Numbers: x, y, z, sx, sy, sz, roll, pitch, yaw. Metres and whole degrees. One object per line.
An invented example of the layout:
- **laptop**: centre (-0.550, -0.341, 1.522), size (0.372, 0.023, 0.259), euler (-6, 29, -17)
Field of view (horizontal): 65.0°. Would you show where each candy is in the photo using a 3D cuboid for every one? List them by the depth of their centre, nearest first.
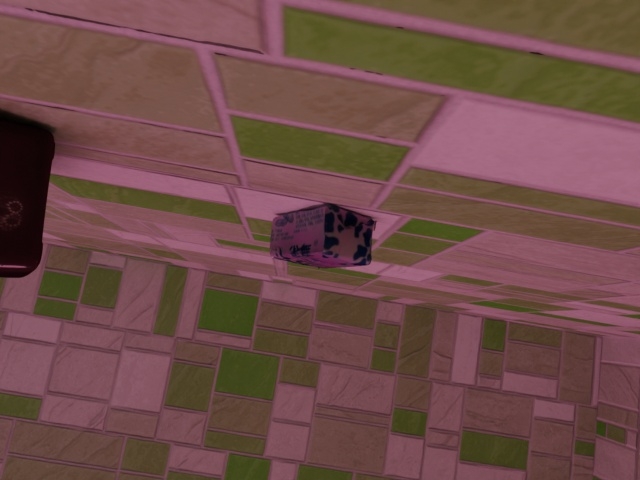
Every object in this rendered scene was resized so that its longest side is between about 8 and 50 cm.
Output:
- **candy**: centre (0.000, 0.000, 0.730), size (0.092, 0.073, 0.160), euler (13, 169, -31)

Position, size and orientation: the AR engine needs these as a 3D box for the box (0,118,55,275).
- **box**: centre (-0.413, -0.044, 0.571), size (0.168, 0.193, 0.294), euler (6, 173, -34)
